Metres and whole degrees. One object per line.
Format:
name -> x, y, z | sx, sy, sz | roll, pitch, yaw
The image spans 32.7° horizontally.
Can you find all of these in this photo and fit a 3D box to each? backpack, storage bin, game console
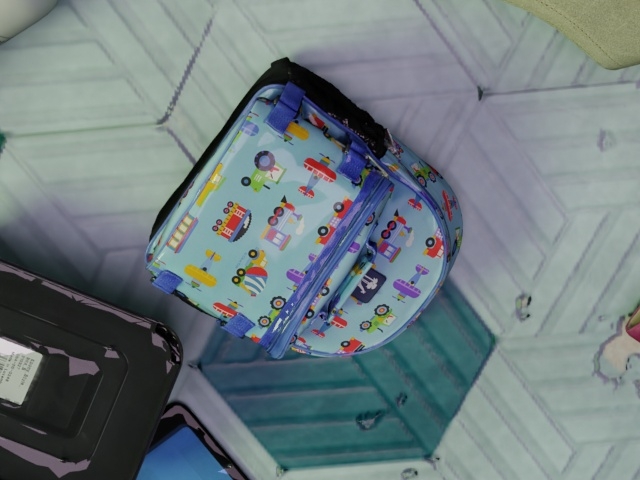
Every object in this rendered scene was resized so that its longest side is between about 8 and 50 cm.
backpack -> 0.000, 0.000, 0.659 | 0.173, 0.117, 0.158 | 36, 103, -12
storage bin -> -0.186, 0.085, 0.675 | 0.180, 0.084, 0.122 | 23, 78, -6
game console -> -0.105, 0.193, 0.736 | 0.071, 0.107, 0.122 | -29, 104, 37

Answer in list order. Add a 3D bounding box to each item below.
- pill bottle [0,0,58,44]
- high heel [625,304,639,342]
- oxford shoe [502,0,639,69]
pill bottle -> -0.218, -0.163, 0.606 | 0.229, 0.131, 0.131 | -29, 103, 8
high heel -> 0.273, -0.034, 0.674 | 0.117, 0.082, 0.244 | 12, 110, 7
oxford shoe -> 0.221, -0.164, 0.611 | 0.397, 0.140, 0.146 | 17, 127, 6
